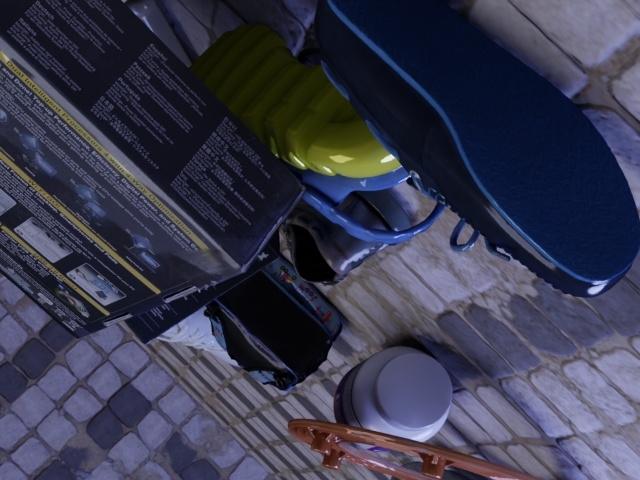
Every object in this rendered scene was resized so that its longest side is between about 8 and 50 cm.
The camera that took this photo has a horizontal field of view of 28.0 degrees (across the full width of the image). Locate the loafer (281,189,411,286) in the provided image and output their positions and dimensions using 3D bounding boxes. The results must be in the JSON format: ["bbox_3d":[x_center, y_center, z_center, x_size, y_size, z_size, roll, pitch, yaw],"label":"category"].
[{"bbox_3d":[0.000,0.000,1.203,0.096,0.084,0.267,46,165,-5],"label":"loafer"}]

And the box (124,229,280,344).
[{"bbox_3d":[-0.190,-0.048,1.349,0.261,0.184,0.103,52,-163,-23],"label":"box"}]

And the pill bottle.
[{"bbox_3d":[0.081,0.173,1.403,0.108,0.108,0.193,44,165,2],"label":"pill bottle"}]

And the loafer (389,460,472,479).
[{"bbox_3d":[0.226,0.374,1.596,0.319,0.112,0.111,34,-163,32],"label":"loafer"}]

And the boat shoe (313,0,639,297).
[{"bbox_3d":[0.094,-0.065,0.785,0.258,0.109,0.089,55,154,22],"label":"boat shoe"}]

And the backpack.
[{"bbox_3d":[-0.063,0.109,1.588,0.158,0.117,0.173,43,164,4],"label":"backpack"}]

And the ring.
[{"bbox_3d":[0.123,0.256,1.384,0.336,0.032,0.336,15,166,4],"label":"ring"}]

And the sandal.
[{"bbox_3d":[-0.014,-0.076,0.987,0.317,0.126,0.138,28,161,51],"label":"sandal"}]

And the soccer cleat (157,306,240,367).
[{"bbox_3d":[-0.183,0.103,1.751,0.116,0.143,0.331,-26,125,31],"label":"soccer cleat"}]

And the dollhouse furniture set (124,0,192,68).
[{"bbox_3d":[-0.255,-0.187,1.163,0.151,0.197,0.301,29,157,42],"label":"dollhouse furniture set"}]

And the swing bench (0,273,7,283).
[{"bbox_3d":[-0.381,-0.065,1.792,0.253,0.254,0.165,99,156,-71],"label":"swing bench"}]

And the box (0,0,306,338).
[{"bbox_3d":[-0.244,-0.105,0.947,0.395,0.097,0.318,44,150,-14],"label":"box"}]
